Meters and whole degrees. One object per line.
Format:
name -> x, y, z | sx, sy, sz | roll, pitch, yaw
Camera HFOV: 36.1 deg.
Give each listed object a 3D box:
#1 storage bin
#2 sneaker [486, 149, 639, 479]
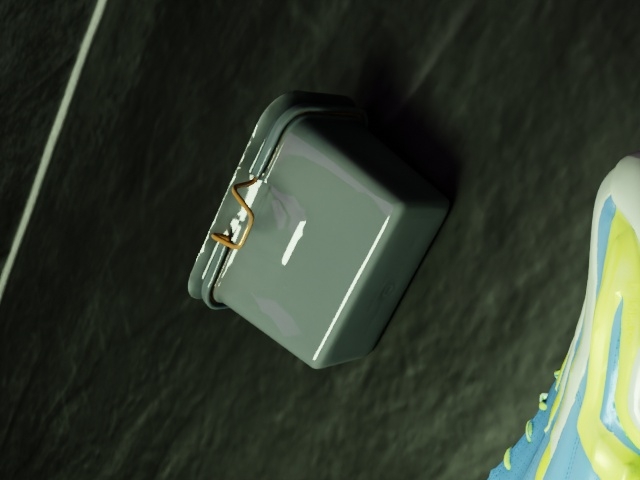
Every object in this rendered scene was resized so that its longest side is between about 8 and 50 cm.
storage bin -> 0.000, 0.000, 0.530 | 0.091, 0.098, 0.135 | 38, 114, 29
sneaker -> 0.109, 0.086, 0.409 | 0.126, 0.091, 0.240 | -8, 83, 45
